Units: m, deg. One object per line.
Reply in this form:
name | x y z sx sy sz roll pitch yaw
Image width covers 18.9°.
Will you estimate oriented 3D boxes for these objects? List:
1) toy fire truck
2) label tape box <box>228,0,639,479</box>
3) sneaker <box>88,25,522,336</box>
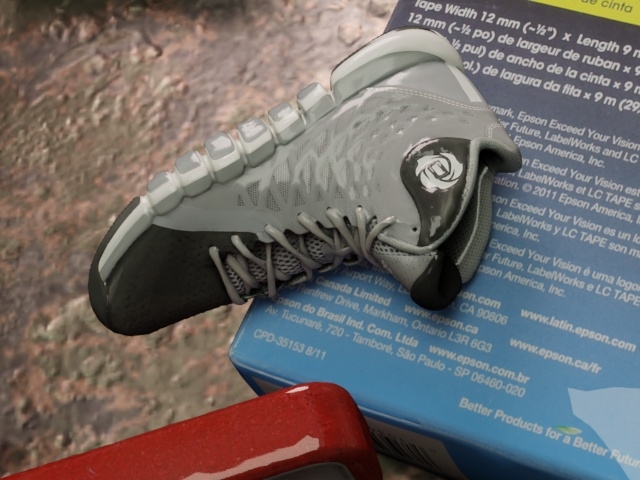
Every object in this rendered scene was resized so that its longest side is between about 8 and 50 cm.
toy fire truck | -0.105 0.164 0.920 0.302 0.254 0.169 -16 60 5
label tape box | 0.141 -0.034 1.028 0.249 0.115 0.347 17 70 26
sneaker | 0.000 0.000 0.950 0.229 0.086 0.132 -37 58 0
